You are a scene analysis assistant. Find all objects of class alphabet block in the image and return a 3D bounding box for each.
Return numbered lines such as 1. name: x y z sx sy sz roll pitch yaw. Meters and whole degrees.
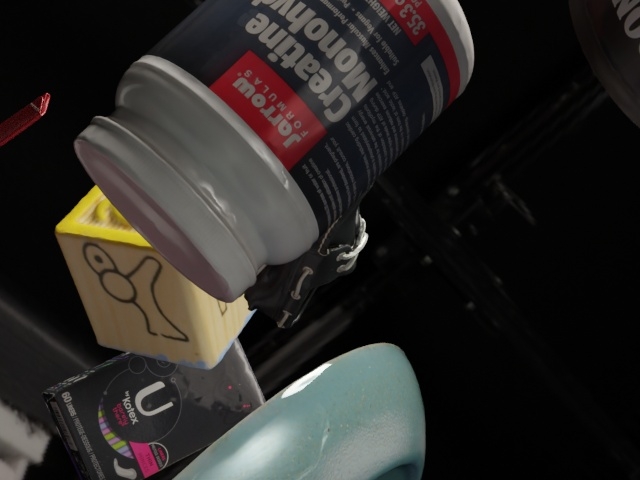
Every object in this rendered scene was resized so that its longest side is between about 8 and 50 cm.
1. alphabet block: -0.193 0.021 1.385 0.193 0.192 0.197 -57 -33 -43

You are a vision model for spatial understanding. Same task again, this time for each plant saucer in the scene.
1. plant saucer: -0.049 0.185 0.494 0.317 0.043 0.318 -42 -22 -21

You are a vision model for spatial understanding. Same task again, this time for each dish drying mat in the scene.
1. dish drying mat: -0.304 -0.120 1.082 0.083 0.032 0.008 -25 -43 34

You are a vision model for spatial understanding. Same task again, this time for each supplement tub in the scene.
1. supplement tub: -0.032 -0.105 0.823 0.272 0.191 0.191 -46 -45 -15

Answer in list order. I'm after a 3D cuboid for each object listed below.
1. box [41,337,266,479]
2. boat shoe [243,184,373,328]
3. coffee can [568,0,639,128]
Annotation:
1. box: -0.237 0.233 1.540 0.270 0.143 0.165 -25 -87 -23
2. boat shoe: 0.000 0.000 1.104 0.114 0.091 0.302 -51 2 -31
3. coffee can: 0.308 -0.188 0.618 0.201 0.202 0.275 -1 -23 -29
